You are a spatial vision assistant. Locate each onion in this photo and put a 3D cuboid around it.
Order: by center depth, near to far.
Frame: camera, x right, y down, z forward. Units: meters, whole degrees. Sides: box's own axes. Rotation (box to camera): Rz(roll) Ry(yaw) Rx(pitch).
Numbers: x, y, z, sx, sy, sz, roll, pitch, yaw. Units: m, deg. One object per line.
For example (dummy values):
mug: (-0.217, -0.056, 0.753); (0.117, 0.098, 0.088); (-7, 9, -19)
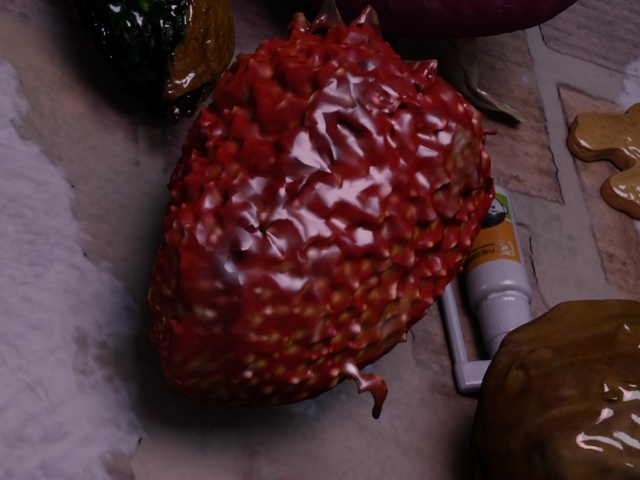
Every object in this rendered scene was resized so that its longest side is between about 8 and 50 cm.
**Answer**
onion: (0.122, -0.313, 1.675); (0.358, 0.358, 0.344); (8, 93, -30)

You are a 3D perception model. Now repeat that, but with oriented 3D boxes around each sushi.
sushi: (-0.172, -0.238, 1.507); (0.140, 0.149, 0.287); (-28, 79, -43)

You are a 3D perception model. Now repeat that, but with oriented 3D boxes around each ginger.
ginger: (0.261, 0.170, 1.413); (0.269, 0.223, 0.200); (17, 44, -18)

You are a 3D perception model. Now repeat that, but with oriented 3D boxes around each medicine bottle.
medicine bottle: (0.155, 0.047, 1.565); (0.092, 0.061, 0.220); (-3, 53, -7)

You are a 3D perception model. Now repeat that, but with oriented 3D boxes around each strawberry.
strawberry: (0.002, 0.000, 1.368); (0.292, 0.292, 0.343); (23, 62, -17)

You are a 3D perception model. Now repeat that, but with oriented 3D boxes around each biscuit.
biscuit: (0.385, -0.095, 1.861); (0.236, 0.040, 0.144); (-13, 68, -38)
